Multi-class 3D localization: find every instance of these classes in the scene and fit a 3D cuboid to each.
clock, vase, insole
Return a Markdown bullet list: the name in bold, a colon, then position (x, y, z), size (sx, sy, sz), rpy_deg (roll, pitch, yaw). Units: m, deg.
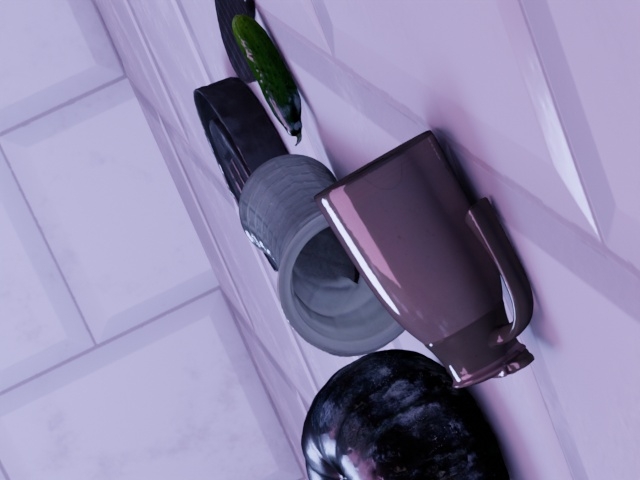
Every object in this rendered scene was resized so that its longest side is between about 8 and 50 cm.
- **clock**: position (-0.073, -0.073, 2.300), size (0.280, 0.055, 0.280), rpy_deg (61, 172, 15)
- **vase**: position (0.000, 0.000, 1.814), size (0.299, 0.143, 0.143), rpy_deg (-128, 14, -71)
- **insole**: position (-0.095, -0.246, 2.062), size (0.309, 0.012, 0.110), rpy_deg (113, 131, -80)

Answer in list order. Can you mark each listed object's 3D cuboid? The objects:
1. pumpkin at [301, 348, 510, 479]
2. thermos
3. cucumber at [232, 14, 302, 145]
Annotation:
- **pumpkin**: position (0.087, 0.221, 1.813), size (0.233, 0.163, 0.233), rpy_deg (50, 158, 30)
- **thermos**: position (0.095, 0.019, 1.413), size (0.137, 0.105, 0.193), rpy_deg (-27, 93, 51)
- **cucumber**: position (-0.049, -0.169, 1.920), size (0.037, 0.037, 0.155), rpy_deg (97, 147, -76)
